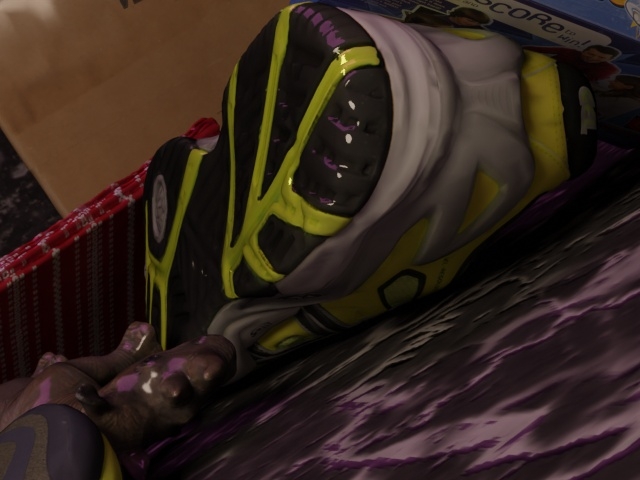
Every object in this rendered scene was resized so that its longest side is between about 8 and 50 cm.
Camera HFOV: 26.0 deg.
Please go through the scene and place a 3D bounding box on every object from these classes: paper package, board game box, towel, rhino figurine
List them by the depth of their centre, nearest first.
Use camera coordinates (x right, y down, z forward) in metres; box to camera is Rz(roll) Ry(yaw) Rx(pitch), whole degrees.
[{"bbox_3d":[0.099,-0.097,0.644,0.136,0.201,0.035,165,121,-68],"label":"board game box"},{"bbox_3d":[-0.116,0.091,0.672,0.106,0.073,0.243,-33,7,-41],"label":"rhino figurine"},{"bbox_3d":[-0.160,0.053,0.888,0.275,0.031,0.198,-38,-29,-33],"label":"towel"},{"bbox_3d":[-0.071,-0.128,1.095,0.325,0.309,0.168,-33,6,2],"label":"paper package"}]

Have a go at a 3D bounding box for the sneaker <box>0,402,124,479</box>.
[{"bbox_3d":[-0.181,0.126,0.467,0.111,0.121,0.300,-27,8,37],"label":"sneaker"}]

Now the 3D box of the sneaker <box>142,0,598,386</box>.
[{"bbox_3d":[0.000,0.000,0.716,0.147,0.145,0.385,1,-11,-22],"label":"sneaker"}]
